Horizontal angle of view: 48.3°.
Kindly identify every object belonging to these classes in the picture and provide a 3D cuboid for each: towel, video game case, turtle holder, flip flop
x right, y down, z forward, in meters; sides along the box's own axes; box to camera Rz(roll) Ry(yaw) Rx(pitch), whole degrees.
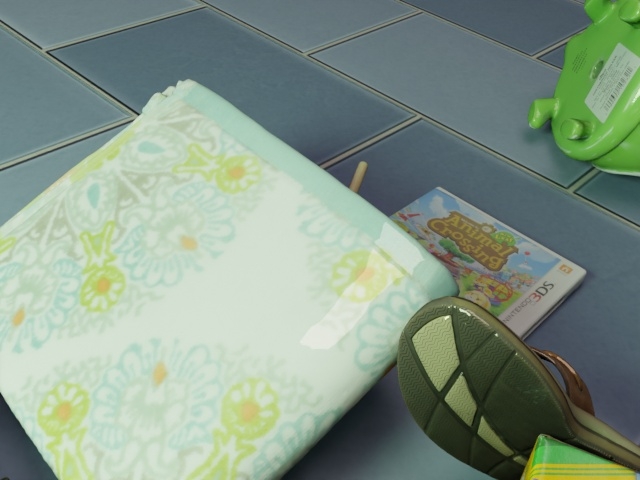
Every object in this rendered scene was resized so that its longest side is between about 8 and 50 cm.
[{"bbox_3d":[-0.122,0.043,0.617,0.320,0.090,0.374,-44,56,-12],"label":"towel"},{"bbox_3d":[0.159,0.029,0.802,0.212,0.023,0.193,34,47,29],"label":"video game case"},{"bbox_3d":[0.439,-0.201,0.993,0.228,0.243,0.320,19,-1,-8],"label":"turtle holder"},{"bbox_3d":[0.169,0.133,0.548,0.277,0.112,0.080,35,38,-16],"label":"flip flop"}]

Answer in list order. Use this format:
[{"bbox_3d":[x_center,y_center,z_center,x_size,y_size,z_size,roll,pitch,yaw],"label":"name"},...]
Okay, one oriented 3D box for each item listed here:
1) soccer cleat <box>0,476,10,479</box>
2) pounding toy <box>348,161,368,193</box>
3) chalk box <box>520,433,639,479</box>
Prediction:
[{"bbox_3d":[-0.294,0.190,0.492,0.143,0.116,0.331,-29,48,-15],"label":"soccer cleat"},{"bbox_3d":[0.000,0.000,0.730,0.141,0.100,0.130,-6,50,-30],"label":"pounding toy"},{"bbox_3d":[0.218,0.250,0.462,0.213,0.132,0.132,20,41,16],"label":"chalk box"}]
